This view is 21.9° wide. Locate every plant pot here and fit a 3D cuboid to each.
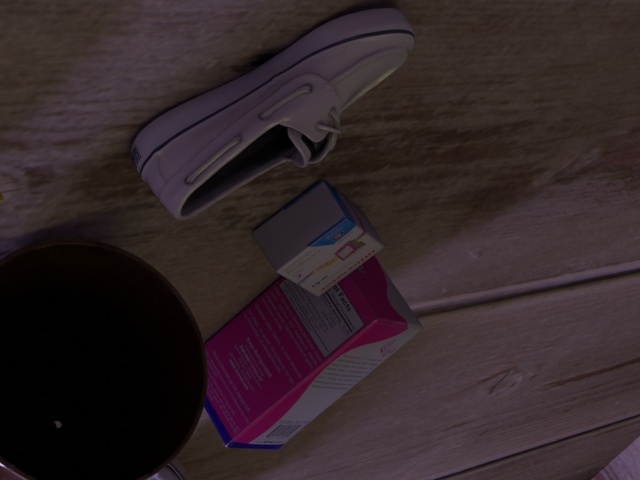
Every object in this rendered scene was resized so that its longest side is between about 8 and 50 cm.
[{"bbox_3d":[-0.236,0.138,1.432,0.215,0.215,0.230,-20,169,-29],"label":"plant pot"}]

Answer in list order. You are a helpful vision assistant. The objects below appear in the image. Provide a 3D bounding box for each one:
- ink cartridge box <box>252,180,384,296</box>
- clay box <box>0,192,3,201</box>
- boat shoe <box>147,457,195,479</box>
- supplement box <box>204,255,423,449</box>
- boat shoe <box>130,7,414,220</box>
[{"bbox_3d":[0.000,0.000,1.622,0.088,0.052,0.122,-37,158,8],"label":"ink cartridge box"},{"bbox_3d":[-0.341,-0.017,1.133,0.127,0.053,0.222,-43,155,21],"label":"clay box"},{"bbox_3d":[-0.207,0.364,2.003,0.103,0.113,0.302,-28,158,-27],"label":"boat shoe"},{"bbox_3d":[-0.020,0.113,1.747,0.220,0.114,0.111,-40,156,18],"label":"supplement box"},{"bbox_3d":[-0.025,-0.098,1.348,0.258,0.084,0.095,-31,157,-6],"label":"boat shoe"}]
